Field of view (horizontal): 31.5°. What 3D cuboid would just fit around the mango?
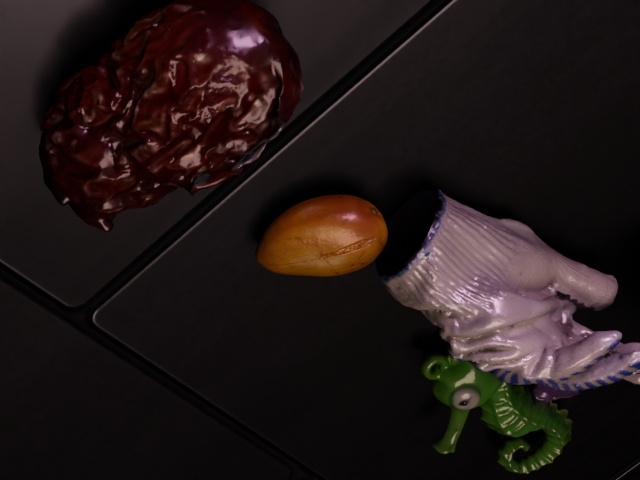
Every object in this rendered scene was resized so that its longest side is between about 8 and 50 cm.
[{"bbox_3d":[0.000,0.000,0.755,0.089,0.046,0.060,-18,129,1],"label":"mango"}]

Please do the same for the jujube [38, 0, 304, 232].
[{"bbox_3d":[-0.090,-0.078,0.640,0.166,0.104,0.104,-25,129,14],"label":"jujube"}]

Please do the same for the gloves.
[{"bbox_3d":[0.144,0.045,0.796,0.229,0.119,0.097,27,151,-10],"label":"gloves"}]

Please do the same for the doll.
[{"bbox_3d":[0.143,0.131,0.896,0.115,0.050,0.190,-46,128,12],"label":"doll"}]
